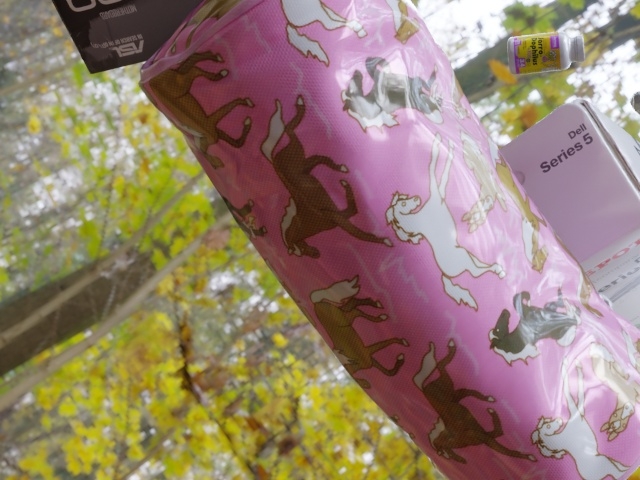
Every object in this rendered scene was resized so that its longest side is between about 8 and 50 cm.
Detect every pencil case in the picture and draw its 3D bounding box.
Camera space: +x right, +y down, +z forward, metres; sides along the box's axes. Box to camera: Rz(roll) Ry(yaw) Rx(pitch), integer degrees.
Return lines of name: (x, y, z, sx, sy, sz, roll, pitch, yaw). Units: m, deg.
pencil case: (0.059, -0.008, 0.615, 0.160, 0.167, 0.386, -30, -71, 22)

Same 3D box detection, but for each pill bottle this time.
pill bottle: (0.256, -0.213, 1.136, 0.083, 0.043, 0.043, -5, -61, 15)

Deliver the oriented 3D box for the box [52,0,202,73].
box: (-0.124, -0.304, 0.932, 0.308, 0.076, 0.242, -9, -54, 16)

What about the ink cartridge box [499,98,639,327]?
ink cartridge box: (0.212, 0.011, 0.855, 0.198, 0.273, 0.114, -36, -117, 24)

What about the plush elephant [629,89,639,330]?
plush elephant: (0.445, -0.050, 1.116, 0.272, 0.329, 0.255, 5, -13, 8)
